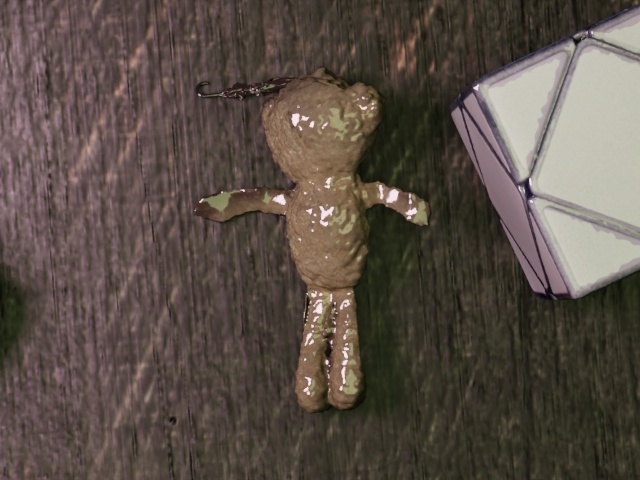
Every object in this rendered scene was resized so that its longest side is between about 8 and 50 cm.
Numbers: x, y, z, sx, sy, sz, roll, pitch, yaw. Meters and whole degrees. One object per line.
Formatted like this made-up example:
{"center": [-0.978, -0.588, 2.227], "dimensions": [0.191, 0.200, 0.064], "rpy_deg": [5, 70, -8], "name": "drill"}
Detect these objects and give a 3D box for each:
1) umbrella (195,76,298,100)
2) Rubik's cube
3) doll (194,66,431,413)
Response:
{"center": [-0.052, -0.138, 1.792], "dimensions": [0.122, 0.013, 0.022], "rpy_deg": [-4, 68, -1], "name": "umbrella"}
{"center": [0.249, -0.079, 1.705], "dimensions": [0.205, 0.205, 0.207], "rpy_deg": [-24, 89, -3], "name": "Rubik's cube"}
{"center": [0.015, -0.003, 1.756], "dimensions": [0.202, 0.091, 0.286], "rpy_deg": [-31, 77, 30], "name": "doll"}
